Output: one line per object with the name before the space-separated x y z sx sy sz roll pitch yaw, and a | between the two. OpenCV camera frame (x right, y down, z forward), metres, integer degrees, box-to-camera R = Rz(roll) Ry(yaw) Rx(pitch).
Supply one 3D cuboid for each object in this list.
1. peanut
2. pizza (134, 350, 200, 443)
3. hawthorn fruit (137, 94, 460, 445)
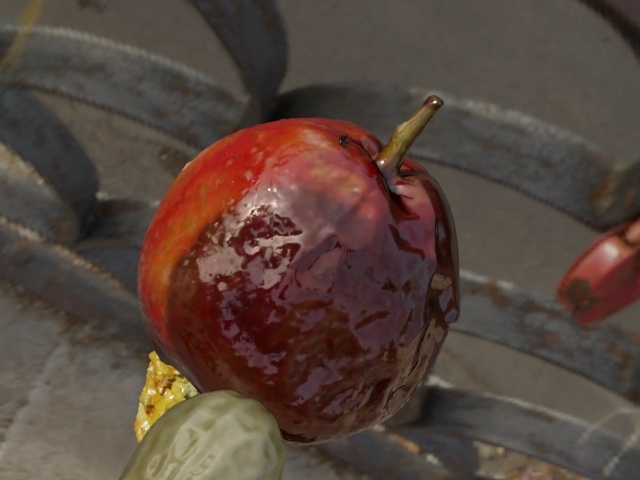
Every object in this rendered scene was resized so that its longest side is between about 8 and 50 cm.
peanut | -0.087 0.152 0.729 0.082 0.082 0.187 48 61 -11
pizza | -0.113 0.084 1.331 0.058 0.197 0.292 17 84 5
hawthorn fruit | 0.000 0.000 1.059 0.230 0.210 0.266 18 114 -29
